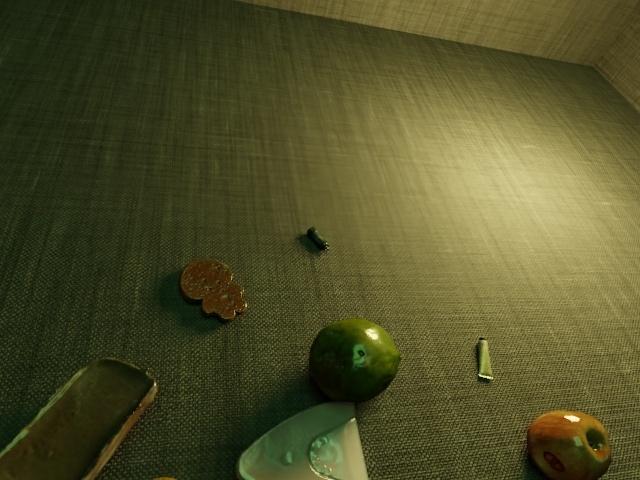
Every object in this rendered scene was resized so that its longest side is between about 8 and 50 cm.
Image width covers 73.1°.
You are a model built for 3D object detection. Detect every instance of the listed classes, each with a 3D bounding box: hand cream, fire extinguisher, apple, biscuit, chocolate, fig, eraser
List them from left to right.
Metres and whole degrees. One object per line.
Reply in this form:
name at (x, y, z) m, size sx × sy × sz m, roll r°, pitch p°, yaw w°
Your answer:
chocolate at (-0.392, 0.322, 0.712) m, size 0.161 × 0.083 × 0.261 m, roll 18°, pitch 45°, yaw 21°
biscuit at (-0.243, 0.112, 0.975) m, size 0.124 × 0.026 × 0.175 m, roll -30°, pitch 65°, yaw -34°
eraser at (-0.032, 0.398, 0.777) m, size 0.244 × 0.059 × 0.204 m, roll 4°, pitch 50°, yaw -19°
fire extinguisher at (0.000, 0.000, 1.150) m, size 0.038 × 0.025 × 0.083 m, roll -7°, pitch 50°, yaw -52°
fig at (0.087, 0.232, 0.887) m, size 0.234 × 0.167 × 0.167 m, roll -20°, pitch 59°, yaw -33°
hand cream at (0.393, 0.282, 1.040) m, size 0.035 × 0.022 × 0.102 m, roll 14°, pitch 53°, yaw -6°
apple at (0.512, 0.420, 0.885) m, size 0.147 × 0.130 × 0.146 m, roll 12°, pitch 51°, yaw -15°

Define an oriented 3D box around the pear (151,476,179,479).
pear at (-0.226, 0.438, 0.587) m, size 0.209 × 0.208 × 0.208 m, roll 9°, pitch 49°, yaw -10°
